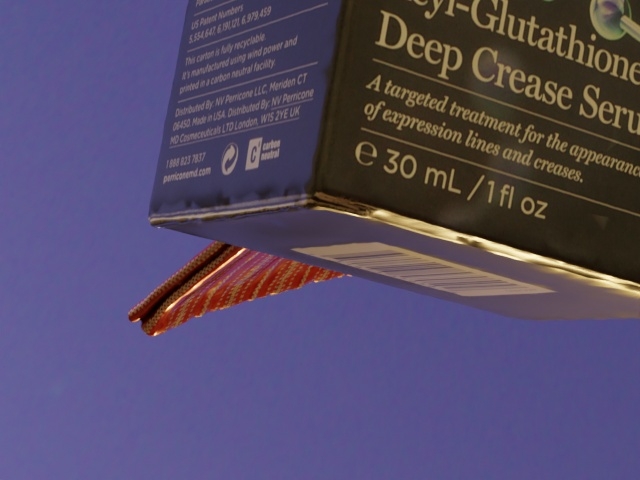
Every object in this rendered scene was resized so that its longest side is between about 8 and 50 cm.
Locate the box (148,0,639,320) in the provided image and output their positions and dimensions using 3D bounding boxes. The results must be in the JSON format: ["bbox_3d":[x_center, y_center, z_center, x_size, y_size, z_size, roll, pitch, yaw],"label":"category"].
[{"bbox_3d":[0.099,-0.171,0.952,0.293,0.212,0.395,14,-100,-30],"label":"box"}]

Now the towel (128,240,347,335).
[{"bbox_3d":[0.000,0.000,1.245,0.199,0.275,0.031,-38,-105,40],"label":"towel"}]
